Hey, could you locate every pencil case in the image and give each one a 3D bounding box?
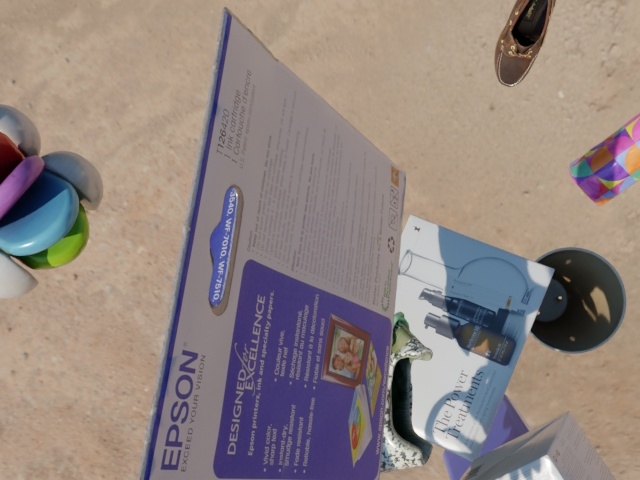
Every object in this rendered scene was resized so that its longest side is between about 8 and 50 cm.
[{"bbox_3d":[0.546,-0.161,1.287,0.236,0.104,0.104,-40,65,27],"label":"pencil case"}]

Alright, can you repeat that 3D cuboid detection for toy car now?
[{"bbox_3d":[-0.302,-0.046,0.709,0.182,0.136,0.159,37,69,-9],"label":"toy car"}]

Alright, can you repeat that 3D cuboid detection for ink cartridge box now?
[{"bbox_3d":[-0.029,0.035,0.583,0.072,0.307,0.303,-1,73,32],"label":"ink cartridge box"}]

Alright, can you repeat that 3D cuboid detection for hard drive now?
[{"bbox_3d":[0.363,0.461,1.599,0.040,0.318,0.210,42,97,-4],"label":"hard drive"}]

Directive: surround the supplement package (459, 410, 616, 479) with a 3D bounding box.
[{"bbox_3d":[0.360,0.446,1.150,0.198,0.199,0.262,-37,79,26],"label":"supplement package"}]

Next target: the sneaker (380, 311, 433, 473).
[{"bbox_3d":[0.072,0.129,1.023,0.182,0.158,0.409,-12,81,32],"label":"sneaker"}]

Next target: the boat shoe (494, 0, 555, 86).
[{"bbox_3d":[0.341,-0.345,1.266,0.073,0.206,0.073,12,43,5],"label":"boat shoe"}]

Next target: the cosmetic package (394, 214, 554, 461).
[{"bbox_3d":[0.230,0.177,1.402,0.285,0.097,0.377,21,85,17],"label":"cosmetic package"}]

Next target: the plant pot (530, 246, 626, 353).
[{"bbox_3d":[0.609,0.152,1.935,0.257,0.274,0.256,0,86,2],"label":"plant pot"}]
